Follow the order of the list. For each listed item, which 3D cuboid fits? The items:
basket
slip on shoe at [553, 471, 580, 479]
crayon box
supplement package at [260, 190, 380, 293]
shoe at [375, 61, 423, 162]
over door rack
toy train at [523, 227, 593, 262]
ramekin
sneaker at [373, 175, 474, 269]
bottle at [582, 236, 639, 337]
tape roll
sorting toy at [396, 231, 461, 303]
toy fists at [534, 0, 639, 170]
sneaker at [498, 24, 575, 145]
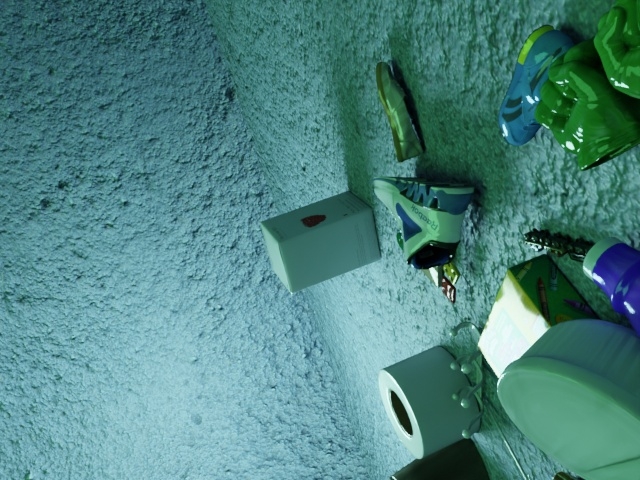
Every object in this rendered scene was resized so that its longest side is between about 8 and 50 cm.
[{"bbox_3d":[0.316,0.648,1.746,0.154,0.226,0.205,179,71,-75],"label":"basket"},{"bbox_3d":[0.501,0.490,1.229,0.041,0.051,0.135,32,179,-33],"label":"slip on shoe"},{"bbox_3d":[0.380,0.175,1.159,0.279,0.081,0.165,90,156,-53],"label":"crayon box"},{"bbox_3d":[0.000,0.000,1.905,0.177,0.292,0.175,-136,29,-58],"label":"supplement package"},{"bbox_3d":[0.169,-0.280,1.401,0.076,0.058,0.219,-29,-75,-73],"label":"shoe"},{"bbox_3d":[0.373,0.360,1.389,0.324,0.108,0.240,-128,22,-50],"label":"over door rack"},{"bbox_3d":[0.382,0.009,1.047,0.036,0.027,0.158,63,168,-18],"label":"toy train"},{"bbox_3d":[0.399,0.228,0.911,0.272,0.127,0.273,34,154,20],"label":"ramekin"},{"bbox_3d":[0.198,-0.039,1.359,0.315,0.127,0.182,-153,65,-68],"label":"sneaker"},{"bbox_3d":[0.444,0.092,0.791,0.283,0.092,0.118,-128,26,-52],"label":"bottle"},{"bbox_3d":[0.278,0.418,1.692,0.246,0.169,0.246,159,90,-76],"label":"tape roll"},{"bbox_3d":[0.256,0.021,1.483,0.274,0.046,0.132,-126,22,-49],"label":"sorting toy"},{"bbox_3d":[0.346,-0.189,0.739,0.142,0.096,0.279,66,161,11],"label":"toy fists"},{"bbox_3d":[0.314,-0.200,0.929,0.082,0.069,0.209,56,161,31],"label":"sneaker"}]
